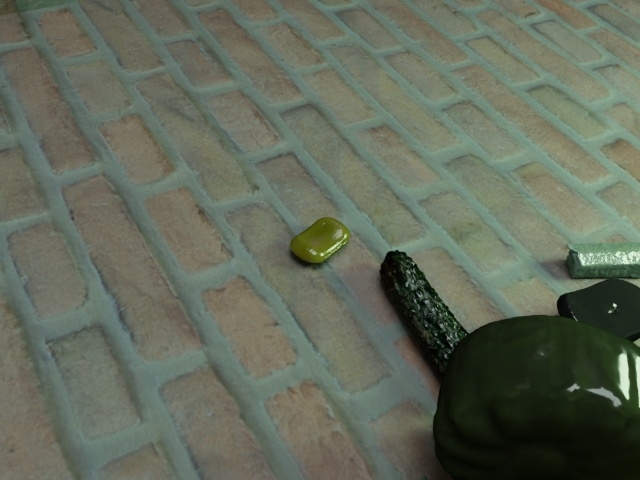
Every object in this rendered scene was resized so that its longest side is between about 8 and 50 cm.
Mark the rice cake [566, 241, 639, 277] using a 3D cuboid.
[{"bbox_3d":[0.635,0.044,1.518,0.206,0.063,0.069,-3,53,-8],"label":"rice cake"}]

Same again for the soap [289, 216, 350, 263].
[{"bbox_3d":[0.000,0.001,1.495,0.089,0.045,0.140,37,52,22],"label":"soap"}]

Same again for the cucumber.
[{"bbox_3d":[0.210,0.141,1.353,0.096,0.096,0.359,-15,51,-20],"label":"cucumber"}]

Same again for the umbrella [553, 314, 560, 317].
[{"bbox_3d":[0.473,0.246,1.308,0.053,0.052,0.250,27,39,-25],"label":"umbrella"}]

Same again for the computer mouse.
[{"bbox_3d":[0.557,0.156,1.371,0.269,0.086,0.138,-11,56,-39],"label":"computer mouse"}]

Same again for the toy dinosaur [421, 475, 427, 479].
[{"bbox_3d":[0.187,0.520,1.004,0.076,0.129,0.383,0,20,-17],"label":"toy dinosaur"}]

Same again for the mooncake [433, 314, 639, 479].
[{"bbox_3d":[0.350,0.282,1.056,0.356,0.356,0.194,11,49,3],"label":"mooncake"}]
